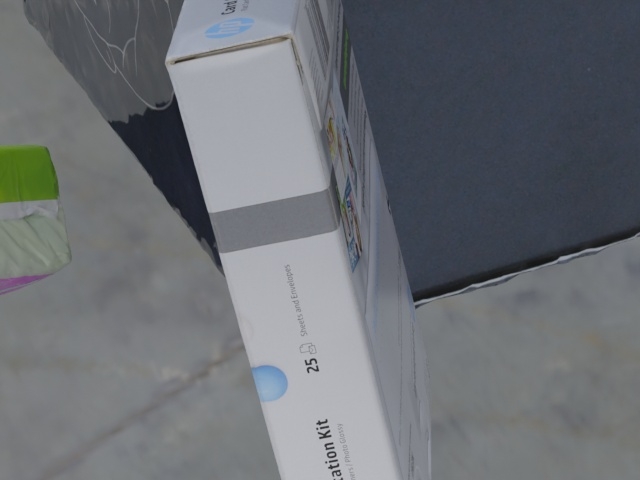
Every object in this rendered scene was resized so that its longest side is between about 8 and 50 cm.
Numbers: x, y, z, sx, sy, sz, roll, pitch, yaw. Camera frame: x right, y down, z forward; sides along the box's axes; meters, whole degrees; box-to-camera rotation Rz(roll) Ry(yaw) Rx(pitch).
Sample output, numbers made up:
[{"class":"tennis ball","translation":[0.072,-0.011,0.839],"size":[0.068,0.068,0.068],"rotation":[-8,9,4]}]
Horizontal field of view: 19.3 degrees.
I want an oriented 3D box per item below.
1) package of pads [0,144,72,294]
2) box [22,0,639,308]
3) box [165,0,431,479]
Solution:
[{"class":"package of pads","translation":[-0.335,0.019,1.192],"size":[0.229,0.296,0.101],"rotation":[-20,83,31]},{"class":"box","translation":[-0.006,-0.285,1.029],"size":[0.297,0.479,0.472],"rotation":[-15,32,-16]},{"class":"box","translation":[0.000,0.000,0.578],"size":[0.038,0.186,0.145],"rotation":[-11,26,8]}]
